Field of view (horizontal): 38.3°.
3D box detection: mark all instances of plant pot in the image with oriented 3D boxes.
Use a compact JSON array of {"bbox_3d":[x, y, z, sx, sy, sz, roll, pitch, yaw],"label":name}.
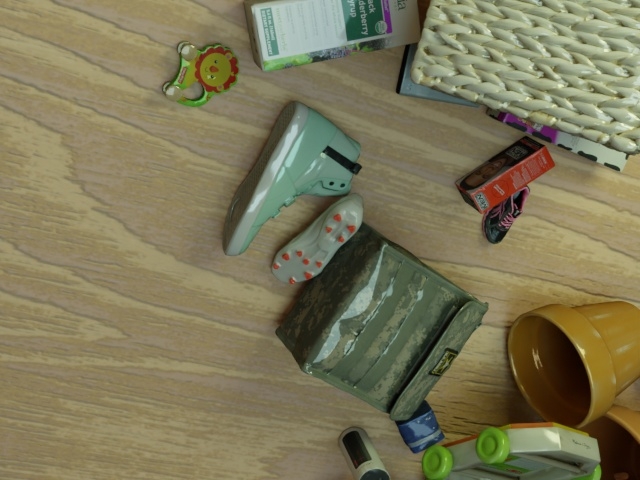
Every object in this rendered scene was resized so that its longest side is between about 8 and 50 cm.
[{"bbox_3d":[0.561,0.422,1.619,0.203,0.291,0.291,-5,110,-30],"label":"plant pot"},{"bbox_3d":[0.453,0.189,1.554,0.187,0.205,0.205,-18,113,-25],"label":"plant pot"}]

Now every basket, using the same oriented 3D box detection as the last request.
[{"bbox_3d":[0.320,-0.282,1.213,0.328,0.331,0.267,21,102,15],"label":"basket"}]

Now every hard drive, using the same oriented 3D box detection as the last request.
[{"bbox_3d":[0.190,-0.261,1.415,0.135,0.022,0.094,6,106,-16],"label":"hard drive"}]

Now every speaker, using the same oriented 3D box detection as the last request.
[{"bbox_3d":[0.072,0.369,1.540,0.055,0.136,0.055,-4,110,-12],"label":"speaker"}]

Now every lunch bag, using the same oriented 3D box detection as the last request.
[{"bbox_3d":[0.115,0.141,1.461,0.287,0.169,0.235,31,96,-29],"label":"lunch bag"},{"bbox_3d":[0.168,0.320,1.571,0.067,0.098,0.065,-25,95,0],"label":"lunch bag"}]

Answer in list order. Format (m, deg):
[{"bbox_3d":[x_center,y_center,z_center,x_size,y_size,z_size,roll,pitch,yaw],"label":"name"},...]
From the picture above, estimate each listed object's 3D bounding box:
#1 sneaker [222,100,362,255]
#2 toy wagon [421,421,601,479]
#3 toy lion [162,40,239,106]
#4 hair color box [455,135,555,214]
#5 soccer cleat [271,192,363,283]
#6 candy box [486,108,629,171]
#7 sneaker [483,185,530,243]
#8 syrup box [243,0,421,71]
[{"bbox_3d":[-0.037,-0.064,1.389,0.151,0.094,0.256,27,102,-24],"label":"sneaker"},{"bbox_3d":[0.292,0.387,1.562,0.267,0.068,0.344,23,143,-36],"label":"toy wagon"},{"bbox_3d":[-0.168,-0.239,1.333,0.096,0.034,0.100,17,104,-26],"label":"toy lion"},{"bbox_3d":[0.293,-0.105,1.467,0.141,0.072,0.043,-34,114,-1],"label":"hair color box"},{"bbox_3d":[0.000,0.000,1.421,0.068,0.076,0.196,42,125,-11],"label":"soccer cleat"},{"bbox_3d":[0.401,-0.224,1.453,0.233,0.071,0.159,20,102,-18],"label":"candy box"},{"bbox_3d":[0.305,-0.046,1.499,0.047,0.057,0.119,16,105,-20],"label":"sneaker"},{"bbox_3d":[0.017,-0.313,1.315,0.236,0.096,0.093,-12,111,-8],"label":"syrup box"}]
